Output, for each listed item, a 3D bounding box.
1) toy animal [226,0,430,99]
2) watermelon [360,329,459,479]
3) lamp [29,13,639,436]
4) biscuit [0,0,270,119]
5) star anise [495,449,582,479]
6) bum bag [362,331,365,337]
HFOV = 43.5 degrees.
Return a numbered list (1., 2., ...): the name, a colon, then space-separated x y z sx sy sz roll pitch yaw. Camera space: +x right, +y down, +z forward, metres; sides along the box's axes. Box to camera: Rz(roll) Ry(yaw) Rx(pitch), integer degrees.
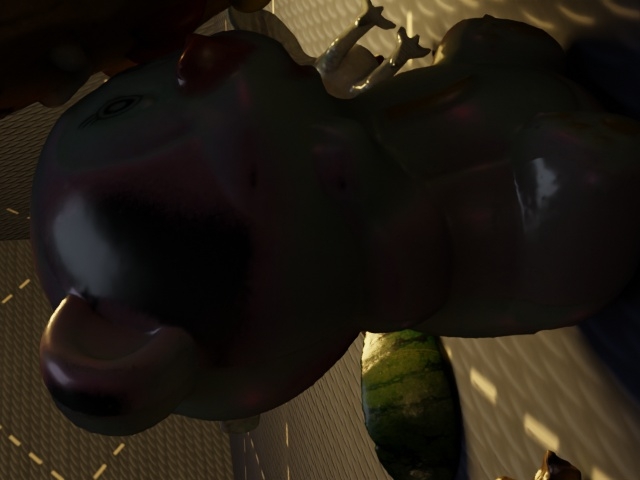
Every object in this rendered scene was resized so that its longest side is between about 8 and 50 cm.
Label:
1. toy animal: 0.016 -0.126 0.710 0.239 0.255 0.176 48 135 -1
2. watermelon: 0.068 0.136 0.704 0.092 0.075 0.182 117 146 -73
3. lamp: 0.000 0.000 0.451 0.247 0.301 0.247 -108 16 -47
4. biscuit: -0.067 -0.160 0.486 0.064 0.432 0.283 57 158 -7
5. star anise: 0.131 0.213 0.424 0.234 0.073 0.177 -17 -68 -86
6. bum bag: 0.059 0.059 0.851 0.159 0.026 0.109 -135 43 -79
